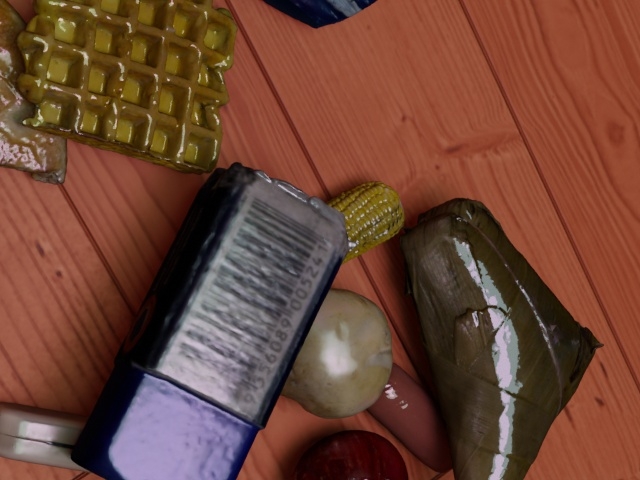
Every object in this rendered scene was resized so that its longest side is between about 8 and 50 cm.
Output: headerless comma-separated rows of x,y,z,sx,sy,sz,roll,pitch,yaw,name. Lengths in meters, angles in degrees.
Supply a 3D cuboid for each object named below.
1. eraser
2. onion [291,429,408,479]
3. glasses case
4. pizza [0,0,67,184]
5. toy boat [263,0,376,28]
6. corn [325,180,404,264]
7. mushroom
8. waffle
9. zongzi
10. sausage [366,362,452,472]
-0.100,0.097,1.374,0.155,0.101,0.332,29,77,-18,eraser
0.029,0.265,1.521,0.131,0.131,0.131,-3,96,-25,onion
-0.237,0.202,1.408,0.196,0.083,0.050,14,89,-24,glasses case
-0.325,-0.161,1.344,0.134,0.056,0.271,-47,116,-17,pizza
0.021,-0.352,1.484,0.291,0.070,0.210,-40,113,-19,toy boat
0.000,0.000,1.506,0.203,0.072,0.072,-29,107,-19,corn
0.009,0.118,1.499,0.148,0.112,0.148,-1,94,-24,mushroom
-0.185,-0.195,1.380,0.229,0.057,0.219,16,80,-36,waffle
0.153,0.138,1.507,0.274,0.145,0.300,50,51,-23,zongzi
0.105,0.198,1.580,0.154,0.062,0.062,45,76,-22,sausage
